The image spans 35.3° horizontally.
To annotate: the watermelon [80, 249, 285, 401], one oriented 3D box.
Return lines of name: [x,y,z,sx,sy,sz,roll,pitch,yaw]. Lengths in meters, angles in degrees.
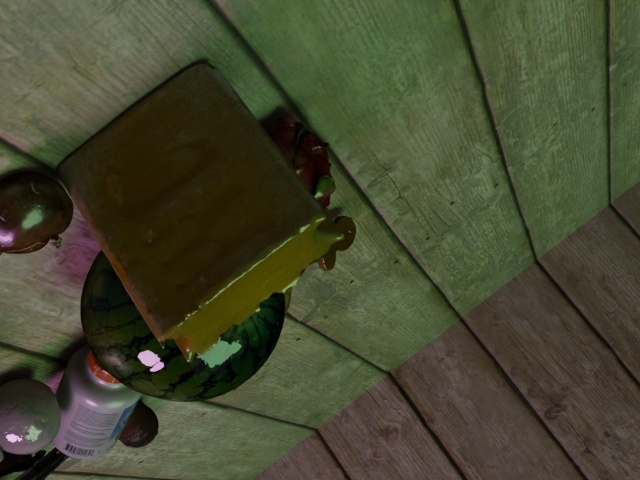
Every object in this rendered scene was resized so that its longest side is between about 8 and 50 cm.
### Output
watermelon: [-0.224,0.106,1.681,0.363,0.363,0.363,-31,158,-14]

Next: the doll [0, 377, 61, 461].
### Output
doll: [-0.629,0.348,1.848,0.287,0.151,0.151,-14,150,-32]

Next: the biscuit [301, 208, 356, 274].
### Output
biscuit: [0.000,0.000,2.132,0.205,0.031,0.138,-21,110,-41]

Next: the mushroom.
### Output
mushroom: [-0.420,-0.028,1.460,0.135,0.080,0.170,-27,156,3]

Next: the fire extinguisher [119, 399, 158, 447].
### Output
fire extinguisher: [-0.454,0.416,2.314,0.138,0.102,0.344,-3,158,4]

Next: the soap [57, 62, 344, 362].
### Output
soap: [-0.175,-0.046,1.455,0.293,0.335,0.156,-36,158,4]

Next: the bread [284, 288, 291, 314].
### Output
bread: [-0.138,0.120,2.109,0.199,0.104,0.199,-57,160,-34]

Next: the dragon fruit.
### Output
dragon fruit: [-0.059,-0.093,1.773,0.200,0.198,0.269,-61,162,-9]

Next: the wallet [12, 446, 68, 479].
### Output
wallet: [-0.655,0.542,2.113,0.317,0.044,0.169,-42,175,37]

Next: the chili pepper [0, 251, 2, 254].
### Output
chili pepper: [-0.563,0.070,1.483,0.268,0.050,0.059,-34,143,-10]

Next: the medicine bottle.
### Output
medicine bottle: [-0.441,0.303,1.998,0.157,0.157,0.289,-18,152,-40]

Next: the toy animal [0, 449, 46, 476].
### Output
toy animal: [-0.678,0.482,2.095,0.186,0.094,0.214,-36,168,21]

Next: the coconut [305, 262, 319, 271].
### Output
coconut: [-0.023,0.027,2.187,0.082,0.081,0.083,-5,180,15]
